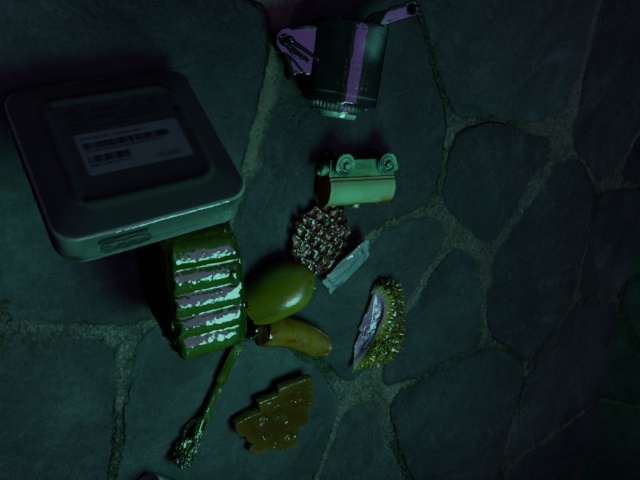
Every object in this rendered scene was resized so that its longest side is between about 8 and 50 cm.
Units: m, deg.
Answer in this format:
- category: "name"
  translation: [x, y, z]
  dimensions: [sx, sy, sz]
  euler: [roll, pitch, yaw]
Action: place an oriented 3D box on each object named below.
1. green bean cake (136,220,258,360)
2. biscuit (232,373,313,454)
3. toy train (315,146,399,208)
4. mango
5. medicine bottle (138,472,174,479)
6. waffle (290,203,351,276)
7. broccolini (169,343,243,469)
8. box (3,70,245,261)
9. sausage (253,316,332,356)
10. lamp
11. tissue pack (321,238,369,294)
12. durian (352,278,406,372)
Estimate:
- category: "green bean cake"
  translation: [-0.296, 0.076, 1.364]
  dimensions: [0.218, 0.335, 0.319]
  euler: [-15, 119, -29]
- category: "biscuit"
  translation: [-0.122, 0.543, 1.807]
  dimensions: [0.301, 0.043, 0.278]
  euler: [-50, 128, -2]
- category: "toy train"
  translation: [0.110, -0.180, 1.694]
  dimensions: [0.285, 0.116, 0.177]
  euler: [-7, 110, -33]
- category: "mango"
  translation: [-0.132, 0.150, 1.619]
  dimensions: [0.251, 0.114, 0.156]
  euler: [-29, 78, -14]
- category: "medicine bottle"
  translation: [-0.408, 0.773, 1.632]
  dimensions: [0.254, 0.152, 0.152]
  euler: [42, 80, -36]
- category: "waffle"
  translation: [0.000, 0.000, 1.719]
  dimensions: [0.221, 0.055, 0.234]
  euler: [-23, 122, -28]
- category: "broccolini"
  translation: [-0.319, 0.473, 1.640]
  dimensions: [0.078, 0.074, 0.392]
  euler: [22, 94, -44]
- category: "box"
  translation: [-0.404, -0.179, 1.203]
  dimensions: [0.396, 0.397, 0.111]
  euler: [-19, 156, -29]
- category: "sausage"
  translation: [-0.076, 0.291, 1.733]
  dimensions: [0.270, 0.109, 0.109]
  euler: [24, 91, -36]
- category: "lamp"
  translation: [0.073, -0.457, 1.519]
  dimensions: [0.374, 0.205, 0.272]
  euler: [-14, 109, -12]
- category: "tissue pack"
  translation: [0.087, 0.081, 1.784]
  dimensions: [0.193, 0.026, 0.122]
  euler: [-45, 155, -7]
- category: "durian"
  translation: [0.230, 0.297, 1.937]
  dimensions: [0.191, 0.112, 0.341]
  euler: [13, 95, -34]
